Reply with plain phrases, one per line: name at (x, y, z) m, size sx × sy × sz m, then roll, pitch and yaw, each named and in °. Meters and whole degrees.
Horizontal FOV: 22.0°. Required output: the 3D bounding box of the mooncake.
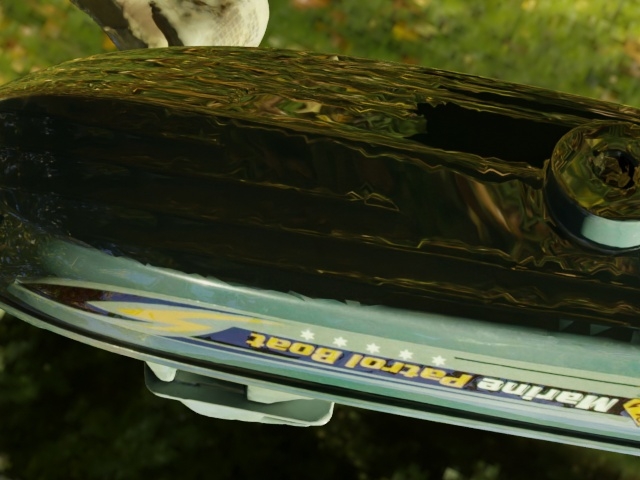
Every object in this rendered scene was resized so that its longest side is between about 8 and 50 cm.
mooncake at (-0.112, -0.173, 1.207) m, size 0.130 × 0.125 × 0.073 m, roll 47°, pitch 142°, yaw 7°

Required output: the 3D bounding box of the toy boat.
toy boat at (0.001, 0.002, 0.546) m, size 0.296 × 0.114 × 0.122 m, roll 9°, pitch 142°, yaw 6°
